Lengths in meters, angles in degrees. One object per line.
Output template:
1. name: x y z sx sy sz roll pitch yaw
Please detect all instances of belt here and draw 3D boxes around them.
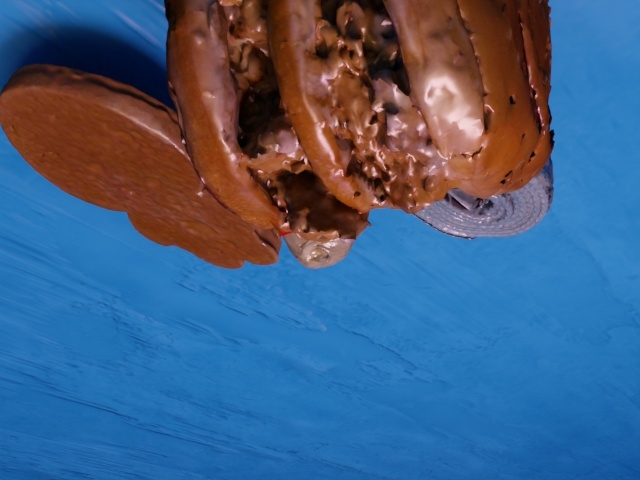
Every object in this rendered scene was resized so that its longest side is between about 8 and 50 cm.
1. belt: 0.147 -0.070 0.640 0.147 0.082 0.163 -5 149 19

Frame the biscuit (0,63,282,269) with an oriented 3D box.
1. biscuit: -0.153 -0.057 0.607 0.202 0.044 0.288 -12 143 45

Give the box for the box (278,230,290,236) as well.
1. box: -0.043 -0.068 0.650 0.100 0.048 0.152 -17 141 22

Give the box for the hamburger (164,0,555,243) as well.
1. hamburger: 0.033 -0.135 0.426 0.211 0.260 0.245 -4 103 26

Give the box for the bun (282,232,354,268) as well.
1. bun: 0.000 0.000 0.743 0.086 0.055 0.086 -3 144 -3
